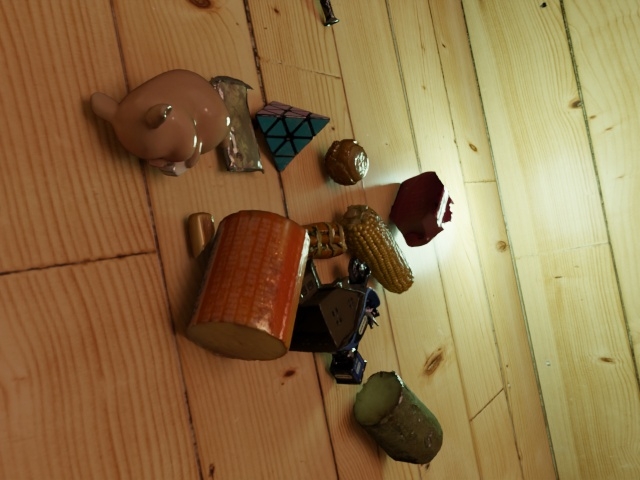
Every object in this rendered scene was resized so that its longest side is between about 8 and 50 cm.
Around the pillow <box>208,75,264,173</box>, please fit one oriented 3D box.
[{"bbox_3d":[-0.220,-0.290,1.619,0.169,0.059,0.255,-14,94,-62],"label":"pillow"}]

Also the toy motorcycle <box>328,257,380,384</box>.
[{"bbox_3d":[0.096,0.228,1.889,0.213,0.125,0.359,61,38,-39],"label":"toy motorcycle"}]

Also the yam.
[{"bbox_3d":[0.236,0.546,1.933,0.300,0.195,0.195,52,41,-33],"label":"yam"}]

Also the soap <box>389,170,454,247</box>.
[{"bbox_3d":[0.369,-0.112,2.325,0.127,0.220,0.325,46,44,-27],"label":"soap"}]

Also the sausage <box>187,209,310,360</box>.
[{"bbox_3d":[-0.157,0.106,1.438,0.233,0.233,0.287,45,44,-41],"label":"sausage"}]

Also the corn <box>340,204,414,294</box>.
[{"bbox_3d":[0.184,0.033,2.066,0.387,0.143,0.144,55,39,-40],"label":"corn"}]

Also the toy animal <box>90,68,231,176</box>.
[{"bbox_3d":[-0.322,-0.246,1.352,0.256,0.194,0.213,-53,146,-49],"label":"toy animal"}]

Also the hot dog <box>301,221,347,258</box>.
[{"bbox_3d":[0.000,0.000,1.852,0.269,0.072,0.110,-5,81,-58],"label":"hot dog"}]

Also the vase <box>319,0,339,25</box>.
[{"bbox_3d":[0.013,-0.810,2.142,0.059,0.059,0.167,-36,111,-55],"label":"vase"}]

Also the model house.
[{"bbox_3d":[-0.002,0.146,1.668,0.243,0.211,0.205,-38,114,-49],"label":"model house"}]

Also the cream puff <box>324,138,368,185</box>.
[{"bbox_3d":[0.075,-0.246,2.002,0.165,0.115,0.150,60,43,-42],"label":"cream puff"}]

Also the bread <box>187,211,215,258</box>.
[{"bbox_3d":[-0.272,-0.012,1.458,0.062,0.049,0.103,-4,84,-49],"label":"bread"}]

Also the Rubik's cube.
[{"bbox_3d":[-0.133,-0.332,1.729,0.178,0.211,0.190,14,34,-55],"label":"Rubik's cube"}]
